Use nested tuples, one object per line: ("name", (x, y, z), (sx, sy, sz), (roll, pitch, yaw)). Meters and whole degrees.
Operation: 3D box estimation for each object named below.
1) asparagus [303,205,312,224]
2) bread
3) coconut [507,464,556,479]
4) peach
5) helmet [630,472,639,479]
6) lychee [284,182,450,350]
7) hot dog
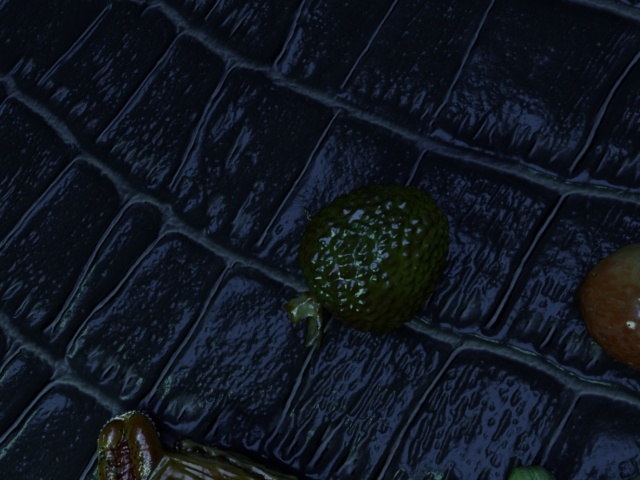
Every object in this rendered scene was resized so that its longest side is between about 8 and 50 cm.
("asparagus", (0.000, 0.000, 1.244), (0.016, 0.016, 0.163), (-37, 68, 28))
("bread", (-0.203, 0.528, 1.050), (0.277, 0.167, 0.325), (22, 67, -2))
("coconut", (0.349, 0.420, 1.017), (0.096, 0.088, 0.088), (-13, 72, 2))
("peach", (0.540, 0.106, 1.023), (0.232, 0.232, 0.233), (-3, 74, 11))
("helmet", (0.566, 0.475, 0.930), (0.257, 0.137, 0.204), (15, 39, 7))
("lychee", (0.084, 0.039, 1.086), (0.320, 0.270, 0.270), (-29, 65, 44))
("hot dog", (-0.350, 0.459, 1.156), (0.144, 0.075, 0.268), (-15, 71, 7))
